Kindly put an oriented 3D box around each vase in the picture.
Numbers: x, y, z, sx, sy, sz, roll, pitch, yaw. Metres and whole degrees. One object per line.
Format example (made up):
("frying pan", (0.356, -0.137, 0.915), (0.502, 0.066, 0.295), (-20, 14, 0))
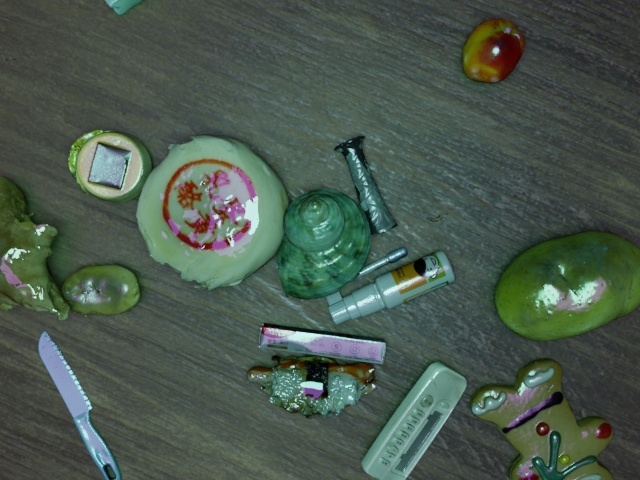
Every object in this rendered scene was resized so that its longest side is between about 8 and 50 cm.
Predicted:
("vase", (0.077, -0.093, 1.106), (0.059, 0.059, 0.167), (-20, 92, 3))

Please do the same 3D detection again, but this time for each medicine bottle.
("medicine bottle", (0.115, 0.073, 1.115), (0.221, 0.061, 0.092), (-24, 67, 3))

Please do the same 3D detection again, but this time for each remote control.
("remote control", (0.163, 0.316, 1.118), (0.090, 0.049, 0.230), (32, 93, -29))

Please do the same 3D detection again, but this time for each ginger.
("ginger", (-0.531, 0.039, 1.081), (0.219, 0.123, 0.270), (-43, 67, 5))

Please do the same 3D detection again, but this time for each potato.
("potato", (-0.382, 0.087, 1.126), (0.138, 0.070, 0.091), (-1, 91, 1))
("potato", (0.409, 0.074, 1.060), (0.248, 0.143, 0.169), (-25, 53, 8))

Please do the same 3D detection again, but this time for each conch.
("conch", (0.002, 0.003, 1.057), (0.176, 0.122, 0.188), (-27, 118, -13))

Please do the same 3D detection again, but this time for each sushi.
("sushi", (-0.017, 0.255, 1.105), (0.226, 0.103, 0.097), (5, 109, 4))

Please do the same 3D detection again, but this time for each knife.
("knife", (-0.436, 0.306, 1.164), (0.045, 0.019, 0.313), (-29, 90, -4))

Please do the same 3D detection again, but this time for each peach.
("peach", (0.285, -0.314, 1.074), (0.101, 0.101, 0.100), (0, 92, 2))

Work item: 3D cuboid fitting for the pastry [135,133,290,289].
("pastry", (-0.179, -0.048, 1.085), (0.265, 0.133, 0.264), (0, 95, 6))

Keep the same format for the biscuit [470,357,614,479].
("biscuit", (0.409, 0.357, 1.117), (0.197, 0.049, 0.301), (-32, 92, 5))

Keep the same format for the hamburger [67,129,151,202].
("hamburger", (-0.365, -0.128, 1.113), (0.141, 0.081, 0.126), (-2, 94, -10))

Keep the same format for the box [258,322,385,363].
("box", (0.003, 0.179, 1.122), (0.218, 0.055, 0.039), (7, 91, 1))

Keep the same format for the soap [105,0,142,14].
("soap", (-0.358, -0.507, 1.104), (0.119, 0.066, 0.198), (-32, 90, 1))
